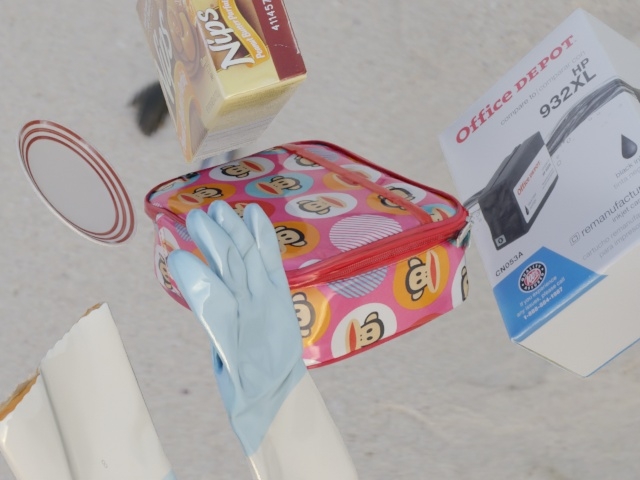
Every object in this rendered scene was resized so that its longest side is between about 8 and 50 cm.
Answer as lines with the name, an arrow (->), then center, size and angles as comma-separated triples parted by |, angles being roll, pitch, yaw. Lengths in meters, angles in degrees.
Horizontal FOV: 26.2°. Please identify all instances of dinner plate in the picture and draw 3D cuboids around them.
dinner plate -> -0.219, -0.050, 1.220 | 0.017, 0.141, 0.141 | -36, 66, 23

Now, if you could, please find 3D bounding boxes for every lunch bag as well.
lunch bag -> 0.000, 0.000, 1.282 | 0.293, 0.258, 0.120 | 29, 131, 52

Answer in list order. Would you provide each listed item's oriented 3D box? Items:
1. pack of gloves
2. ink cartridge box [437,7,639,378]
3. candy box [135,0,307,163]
pack of gloves -> -0.041, 0.108, 0.668 | 0.046, 0.232, 0.195 | 7, 42, 34
ink cartridge box -> 0.271, -0.053, 1.419 | 0.223, 0.129, 0.307 | -42, 41, 27
candy box -> -0.105, -0.197, 1.342 | 0.087, 0.316, 0.183 | -17, 87, -12
